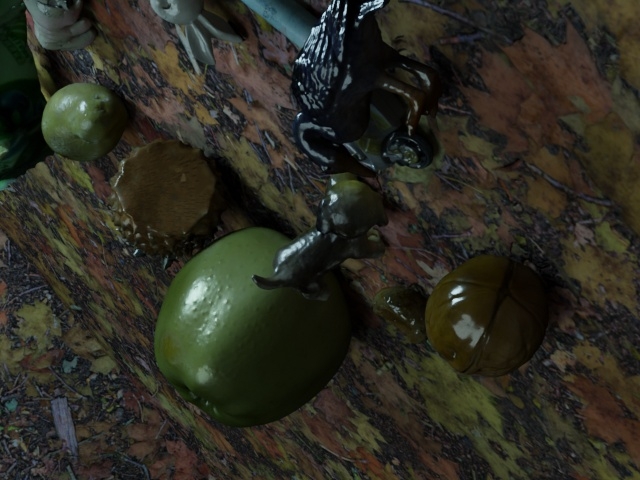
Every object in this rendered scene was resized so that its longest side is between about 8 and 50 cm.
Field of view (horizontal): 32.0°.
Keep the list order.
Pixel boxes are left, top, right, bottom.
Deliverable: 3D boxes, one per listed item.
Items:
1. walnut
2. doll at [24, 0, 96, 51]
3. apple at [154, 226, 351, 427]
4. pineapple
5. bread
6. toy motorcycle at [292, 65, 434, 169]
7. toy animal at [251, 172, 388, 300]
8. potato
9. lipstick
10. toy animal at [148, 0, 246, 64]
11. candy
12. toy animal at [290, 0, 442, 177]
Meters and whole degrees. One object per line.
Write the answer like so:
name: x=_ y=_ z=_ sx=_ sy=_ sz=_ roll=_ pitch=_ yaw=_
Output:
walnut: x=0.230 y=0.108 z=1.551 sx=0.167 sy=0.167 sz=0.207 roll=43 pitch=156 yaw=11
doll: x=-0.484 y=-0.422 z=2.024 sx=0.149 sy=0.095 sz=0.192 roll=42 pitch=157 yaw=19
apple: x=-0.126 y=0.161 z=2.012 sx=0.357 sy=0.357 sz=0.357 roll=37 pitch=153 yaw=23
pineapple: x=-0.286 y=-0.045 z=2.135 sx=0.223 sy=0.223 sz=0.357 roll=44 pitch=164 yaw=10
bread: x=0.141 y=0.113 z=1.815 sx=0.113 sy=0.060 sz=0.082 roll=40 pitch=154 yaw=13
toy motorcycle: x=0.050 y=-0.170 z=1.542 sx=0.225 sy=0.073 sz=0.152 roll=45 pitch=149 yaw=-11
toy animal: x=0.012 y=-0.005 z=1.739 sx=0.121 sy=0.233 sz=0.168 roll=52 pitch=-163 yaw=17
potato: x=-0.457 y=-0.237 z=2.180 sx=0.157 sy=0.157 sz=0.194 roll=55 pitch=153 yaw=-13
lipstick: x=-0.060 y=-0.321 z=1.537 sx=0.158 sy=0.048 sz=0.048 roll=41 pitch=154 yaw=15
toy animal: x=-0.199 y=-0.366 z=1.678 sx=0.181 sy=0.131 sz=0.127 roll=44 pitch=-172 yaw=27
candy: x=-0.653 y=-0.306 z=2.266 sx=0.172 sy=0.263 sz=0.398 roll=26 pitch=148 yaw=22
toy animal: x=0.051 y=-0.204 z=1.390 sx=0.185 sy=0.122 sz=0.298 roll=15 pitch=136 yaw=19
